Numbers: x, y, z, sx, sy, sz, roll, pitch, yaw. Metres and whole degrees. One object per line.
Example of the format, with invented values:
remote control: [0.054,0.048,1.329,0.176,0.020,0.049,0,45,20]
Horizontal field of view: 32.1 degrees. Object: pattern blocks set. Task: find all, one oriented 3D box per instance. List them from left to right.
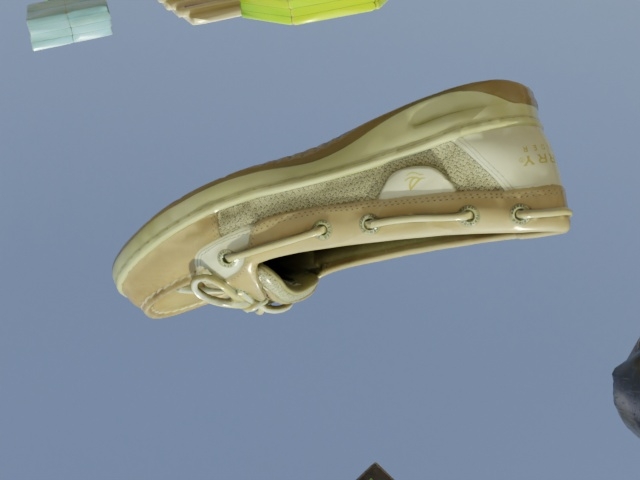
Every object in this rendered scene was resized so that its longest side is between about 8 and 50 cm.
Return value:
pattern blocks set: [-0.018,-0.172,0.693,0.325,0.026,0.285,-9,-156,0]

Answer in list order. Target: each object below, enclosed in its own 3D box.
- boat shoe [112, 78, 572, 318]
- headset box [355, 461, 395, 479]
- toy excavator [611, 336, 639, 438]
boat shoe: [0.001,0.000,0.351,0.153,0.056,0.048,-21,-104,19]
headset box: [0.004,0.387,1.165,0.131,0.246,0.283,43,-114,14]
toy excavator: [0.490,0.055,0.747,0.445,0.433,0.222,27,180,-18]
